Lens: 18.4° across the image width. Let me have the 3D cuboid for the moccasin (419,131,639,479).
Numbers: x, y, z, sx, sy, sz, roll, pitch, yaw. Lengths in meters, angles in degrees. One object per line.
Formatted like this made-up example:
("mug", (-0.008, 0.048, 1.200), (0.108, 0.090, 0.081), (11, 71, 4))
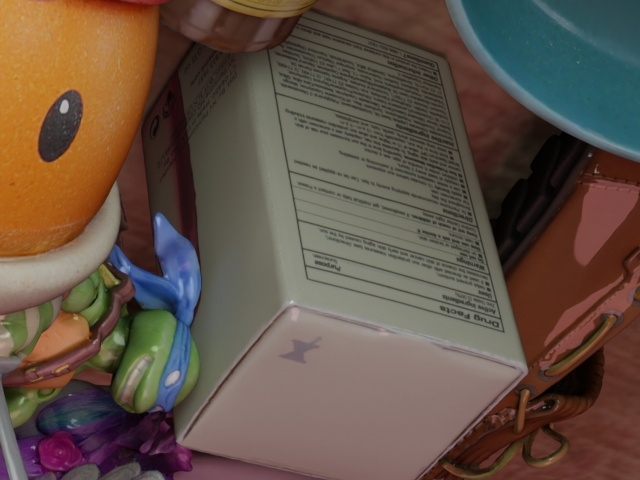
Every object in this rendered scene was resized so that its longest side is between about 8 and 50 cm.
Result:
("moccasin", (0.132, 0.068, 1.261), (0.147, 0.139, 0.380), (31, 121, -8))

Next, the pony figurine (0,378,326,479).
("pony figurine", (-0.169, 0.129, 1.207), (0.363, 0.303, 0.351), (10, 148, -45))

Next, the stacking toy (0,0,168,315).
("stacking toy", (-0.118, -0.240, 0.765), (0.350, 0.350, 0.480), (25, 113, -35))

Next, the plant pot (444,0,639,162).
("plant pot", (0.201, -0.200, 0.828), (0.272, 0.255, 0.271), (8, 151, 5))

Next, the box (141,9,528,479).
("box", (0.000, 0.000, 1.076), (0.148, 0.232, 0.127), (16, 133, -27))

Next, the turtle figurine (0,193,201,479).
("turtle figurine", (-0.204, 0.064, 0.930), (0.266, 0.274, 0.198), (26, 169, -2))

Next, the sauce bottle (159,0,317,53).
("sauce bottle", (0.018, -0.232, 0.895), (0.111, 0.111, 0.344), (13, 136, -25))
